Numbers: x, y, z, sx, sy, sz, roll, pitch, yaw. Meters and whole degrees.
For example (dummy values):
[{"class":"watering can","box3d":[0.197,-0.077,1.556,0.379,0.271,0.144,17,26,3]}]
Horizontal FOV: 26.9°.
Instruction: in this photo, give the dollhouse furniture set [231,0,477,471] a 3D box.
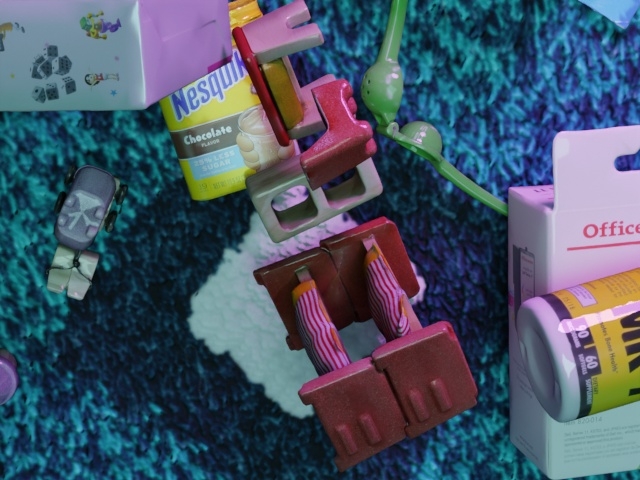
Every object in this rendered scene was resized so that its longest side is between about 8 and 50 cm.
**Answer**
[{"class":"dollhouse furniture set","box3d":[0.000,0.000,1.228,0.152,0.201,0.374,-25,125,0]}]

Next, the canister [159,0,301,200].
[{"class":"canister","box3d":[-0.096,-0.136,1.306,0.126,0.073,0.170,-18,106,0]}]

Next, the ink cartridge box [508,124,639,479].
[{"class":"ink cartridge box","box3d":[0.304,0.048,1.358,0.207,0.119,0.354,-5,105,-12]}]

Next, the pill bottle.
[{"class":"pill bottle","box3d":[0.298,0.085,1.240,0.208,0.119,0.119,-16,105,-8]}]

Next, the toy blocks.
[{"class":"toy blocks","box3d":[-0.371,0.037,1.226,0.308,0.260,0.289,20,101,-10]}]

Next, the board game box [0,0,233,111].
[{"class":"board game box","box3d":[-0.254,-0.176,1.161,0.303,0.224,0.098,1,106,15]}]

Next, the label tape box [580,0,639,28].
[{"class":"label tape box","box3d":[0.225,-0.386,1.251,0.347,0.115,0.249,30,102,-10]}]

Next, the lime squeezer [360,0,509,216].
[{"class":"lime squeezer","box3d":[0.102,-0.131,1.346,0.110,0.059,0.310,-34,107,-30]}]
